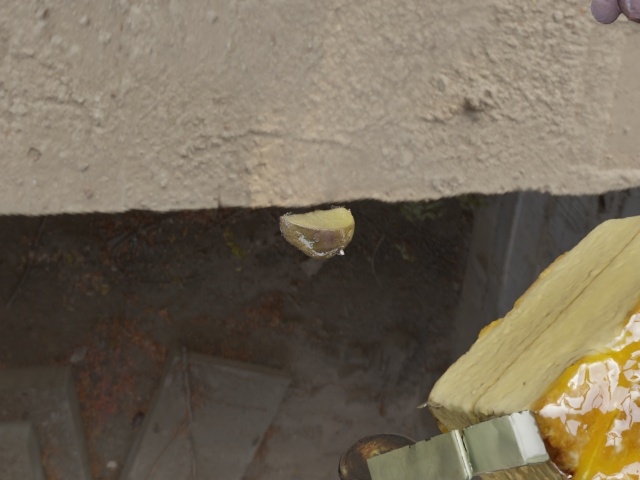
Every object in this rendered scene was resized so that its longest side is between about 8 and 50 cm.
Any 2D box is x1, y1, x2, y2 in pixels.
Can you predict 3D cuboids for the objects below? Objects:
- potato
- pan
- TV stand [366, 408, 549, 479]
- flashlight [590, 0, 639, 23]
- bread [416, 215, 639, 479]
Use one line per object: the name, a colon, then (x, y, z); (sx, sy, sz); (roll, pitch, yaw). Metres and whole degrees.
potato: (0.000, 0.000, 1.471); (0.172, 0.089, 0.101); (-8, 130, -45)
pan: (0.124, 0.270, 0.967); (0.212, 0.115, 0.040); (-8, 110, -20)
TV stand: (0.095, 0.170, 0.600); (0.042, 0.036, 0.249); (-7, 161, -20)
flashlight: (0.212, -0.126, 0.434); (0.110, 0.031, 0.052); (30, 127, 8)
bread: (0.284, 0.154, 0.651); (0.279, 0.207, 0.279); (-44, 97, -19)
